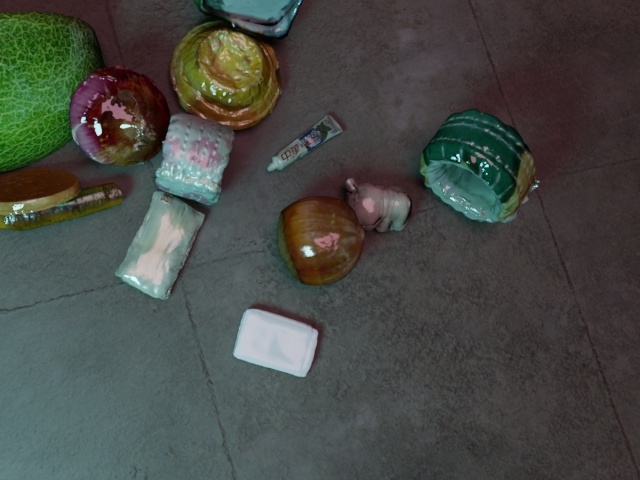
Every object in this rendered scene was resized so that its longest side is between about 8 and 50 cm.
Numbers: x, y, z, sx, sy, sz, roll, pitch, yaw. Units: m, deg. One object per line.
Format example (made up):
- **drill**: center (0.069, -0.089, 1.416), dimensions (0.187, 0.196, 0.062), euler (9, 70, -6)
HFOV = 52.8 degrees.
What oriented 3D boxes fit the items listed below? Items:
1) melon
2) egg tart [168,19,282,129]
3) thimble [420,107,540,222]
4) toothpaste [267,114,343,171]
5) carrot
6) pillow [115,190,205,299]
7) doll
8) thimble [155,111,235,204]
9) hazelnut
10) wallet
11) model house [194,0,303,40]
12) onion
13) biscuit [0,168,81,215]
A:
- **melon**: center (-0.619, -0.352, 1.376), dimensions (0.343, 0.226, 0.331), euler (-31, 127, -20)
- **egg tart**: center (-0.219, -0.409, 1.551), dimensions (0.290, 0.115, 0.290), euler (4, 77, -17)
- **thimble**: center (0.396, -0.178, 1.601), dimensions (0.288, 0.254, 0.167), euler (37, 70, -8)
- **toothpaste**: center (-0.042, -0.237, 1.602), dimensions (0.233, 0.038, 0.060), euler (-38, 92, -24)
- **carrot**: center (-0.561, -0.076, 1.394), dimensions (0.260, 0.070, 0.070), euler (-16, 82, -21)
- **pillow**: center (-0.356, 0.010, 1.442), dimensions (0.128, 0.051, 0.229), euler (26, 72, -15)
- **doll**: center (0.137, -0.081, 1.588), dimensions (0.192, 0.095, 0.149), euler (-2, 80, -20)
- **thimble**: center (-0.277, -0.175, 1.424), dimensions (0.149, 0.211, 0.185), euler (16, 118, -12)
- **hazelnut**: center (0.000, 0.000, 1.474), dimensions (0.214, 0.176, 0.214), euler (2, 96, 17)
- **wallet**: center (-0.101, 0.233, 1.475), dimensions (0.183, 0.032, 0.124), euler (18, 72, -14)
- **model house**: center (-0.207, -0.646, 1.555), dimensions (0.253, 0.184, 0.291), euler (3, 39, -40)
- **onion**: center (-0.423, -0.264, 1.398), dimensions (0.230, 0.163, 0.230), euler (-11, 110, -34)
- **biscuit**: center (-0.643, -0.095, 1.321), dimensions (0.289, 0.202, 0.044), euler (-10, 118, -13)
